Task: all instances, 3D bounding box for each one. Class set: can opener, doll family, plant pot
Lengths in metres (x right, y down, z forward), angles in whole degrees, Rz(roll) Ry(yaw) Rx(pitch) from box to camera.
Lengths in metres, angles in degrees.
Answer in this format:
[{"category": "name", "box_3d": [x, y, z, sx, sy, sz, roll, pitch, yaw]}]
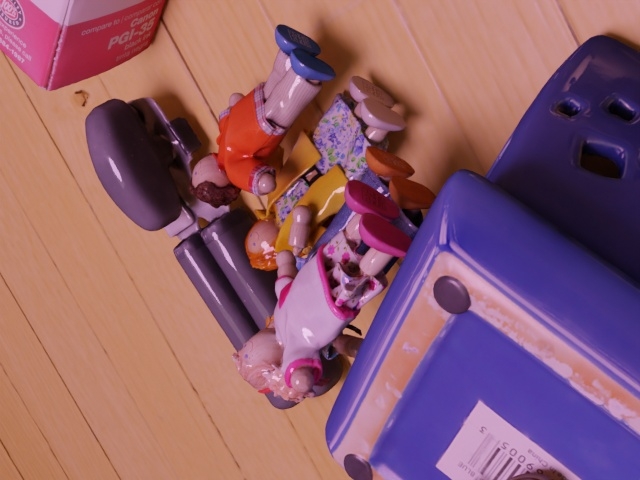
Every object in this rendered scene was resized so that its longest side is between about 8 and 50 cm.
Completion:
[{"category": "can opener", "box_3d": [-0.089, 0.014, 0.806, 0.074, 0.093, 0.280, -28, 100, 44]}, {"category": "doll family", "box_3d": [0.000, 0.000, 0.665, 0.163, 0.118, 0.263, -53, 37, 29]}, {"category": "plant pot", "box_3d": [0.149, 0.068, 0.548, 0.236, 0.212, 0.236, 38, 132, 17]}]

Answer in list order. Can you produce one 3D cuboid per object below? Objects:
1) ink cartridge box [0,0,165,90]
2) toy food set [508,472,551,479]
[{"category": "ink cartridge box", "box_3d": [-0.180, -0.277, 0.684, 0.207, 0.117, 0.283, 43, 135, 12]}, {"category": "toy food set", "box_3d": [0.116, 0.151, 0.461, 0.122, 0.019, 0.078, 55, 136, 11]}]
